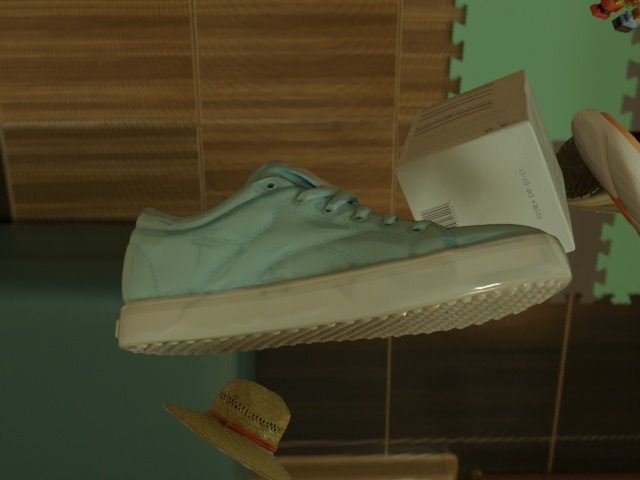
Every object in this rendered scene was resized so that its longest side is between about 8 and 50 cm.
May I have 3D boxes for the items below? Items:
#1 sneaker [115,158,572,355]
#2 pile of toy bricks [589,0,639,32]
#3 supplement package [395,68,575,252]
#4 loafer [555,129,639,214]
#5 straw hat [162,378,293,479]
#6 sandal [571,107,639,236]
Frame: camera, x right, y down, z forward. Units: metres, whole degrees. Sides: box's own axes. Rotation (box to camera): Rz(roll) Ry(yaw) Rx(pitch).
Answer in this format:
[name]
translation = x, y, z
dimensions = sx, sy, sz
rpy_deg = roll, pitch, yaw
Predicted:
[sneaker]
translation = 0.000, 0.000, 0.727
dimensions = 0.365, 0.135, 0.150
rpy_deg = -7, 78, 18
[pile of toy bricks]
translation = 0.471, -0.372, 1.361
dimensions = 0.212, 0.118, 0.105
rpy_deg = 1, 156, -39
[supplement package]
translation = 0.174, -0.072, 0.989
dimensions = 0.133, 0.244, 0.139
rpy_deg = -19, 106, 17
[loafer]
translation = 0.362, -0.074, 1.078
dimensions = 0.092, 0.268, 0.102
rpy_deg = 26, 80, -22
[straw hat]
translation = -0.063, 0.154, 0.821
dimensions = 0.144, 0.144, 0.061
rpy_deg = 35, 80, -17
[sandal]
translation = 0.229, -0.002, 0.531
dimensions = 0.076, 0.102, 0.265
rpy_deg = -38, 128, 14
